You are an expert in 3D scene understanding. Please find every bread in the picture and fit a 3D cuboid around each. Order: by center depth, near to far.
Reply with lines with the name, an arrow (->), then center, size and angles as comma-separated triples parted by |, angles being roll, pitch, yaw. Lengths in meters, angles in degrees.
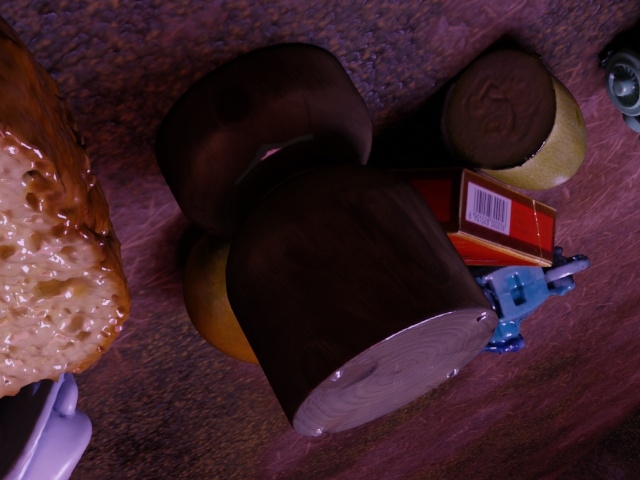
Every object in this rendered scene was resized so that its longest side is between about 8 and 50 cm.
bread -> -0.238, -0.031, 0.679 | 0.194, 0.179, 0.340 | -24, 157, -7

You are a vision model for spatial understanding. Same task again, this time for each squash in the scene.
squash -> 0.203, -0.103, 1.085 | 0.123, 0.123, 0.187 | -38, 154, 17

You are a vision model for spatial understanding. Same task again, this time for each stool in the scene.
stool -> 0.000, 0.000, 0.884 | 0.179, 0.264, 0.179 | -24, 154, -12

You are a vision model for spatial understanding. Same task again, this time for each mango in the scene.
mango -> -0.057, 0.052, 1.098 | 0.151, 0.120, 0.221 | -42, 146, 18

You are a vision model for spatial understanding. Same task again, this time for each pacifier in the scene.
pacifier -> -0.336, 0.175, 0.997 | 0.226, 0.238, 0.287 | 30, 100, -25

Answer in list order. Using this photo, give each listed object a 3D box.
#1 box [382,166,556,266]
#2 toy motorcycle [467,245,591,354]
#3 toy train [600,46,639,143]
box -> 0.127, -0.021, 1.129 | 0.153, 0.074, 0.240 | -4, 169, 32
toy motorcycle -> 0.196, 0.073, 1.396 | 0.260, 0.154, 0.206 | -18, 176, -33
toy train -> 0.395, -0.173, 1.063 | 0.120, 0.202, 0.300 | -23, 154, -25
